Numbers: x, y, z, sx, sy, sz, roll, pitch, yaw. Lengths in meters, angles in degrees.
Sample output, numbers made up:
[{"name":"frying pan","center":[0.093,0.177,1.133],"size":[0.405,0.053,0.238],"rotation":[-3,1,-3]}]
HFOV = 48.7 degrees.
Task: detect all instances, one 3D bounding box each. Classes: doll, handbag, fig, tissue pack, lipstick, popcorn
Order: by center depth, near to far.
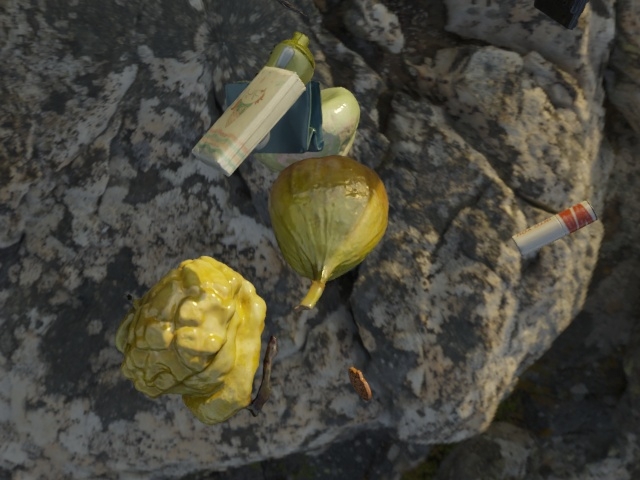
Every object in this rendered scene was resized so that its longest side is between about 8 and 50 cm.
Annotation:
[{"name":"tissue pack","center":[-0.065,-0.109,0.633],"size":[0.108,0.056,0.023],"rotation":[-52,131,-11]},{"name":"fig","center":[0.000,0.000,0.872],"size":[0.159,0.257,0.159],"rotation":[6,128,7]},{"name":"doll","center":[-0.064,-0.185,0.892],"size":[0.062,0.106,0.162],"rotation":[32,81,8]},{"name":"lipstick","center":[0.378,-0.019,1.144],"size":[0.131,0.038,0.038],"rotation":[-28,108,10]},{"name":"handbag","center":[-0.093,-0.242,1.371],"size":[0.057,0.221,0.144],"rotation":[-16,108,-48]},{"name":"popcorn","center":[-0.256,0.227,1.551],"size":[0.382,0.349,0.349],"rotation":[42,97,7]}]

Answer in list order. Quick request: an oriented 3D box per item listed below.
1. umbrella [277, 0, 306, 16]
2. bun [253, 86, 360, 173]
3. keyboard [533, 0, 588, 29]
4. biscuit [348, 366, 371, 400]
[{"name":"umbrella","center":[-0.074,-0.460,1.355],"size":[0.122,0.013,0.022],"rotation":[31,59,12]},{"name":"bun","center":[-0.023,-0.246,1.740],"size":[0.293,0.293,0.187],"rotation":[-25,113,0]},{"name":"keyboard","center":[0.229,-0.269,0.546],"size":[0.013,0.061,0.204],"rotation":[7,124,-23]},{"name":"biscuit","center":[0.094,0.349,1.729],"size":[0.015,0.091,0.078],"rotation":[-24,131,-21]}]
